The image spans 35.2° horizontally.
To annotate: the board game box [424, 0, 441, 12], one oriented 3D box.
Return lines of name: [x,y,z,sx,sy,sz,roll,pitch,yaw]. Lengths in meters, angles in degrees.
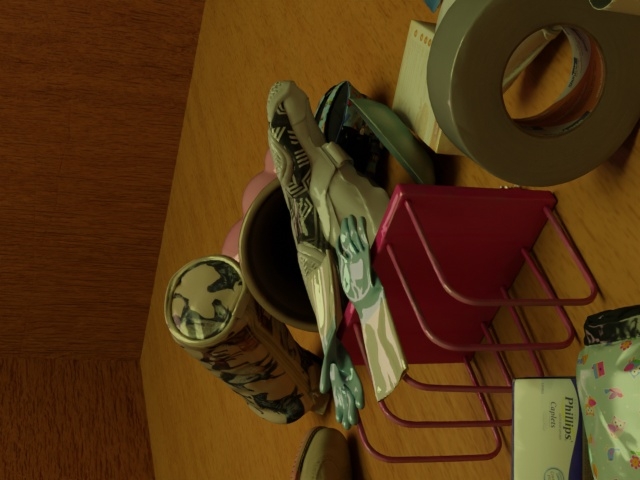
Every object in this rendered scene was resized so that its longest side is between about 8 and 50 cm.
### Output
board game box: [0.182,-0.413,1.484,0.169,0.033,0.133,-107,22,-59]

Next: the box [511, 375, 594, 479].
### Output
box: [0.244,0.196,0.989,0.072,0.137,0.126,-2,82,32]

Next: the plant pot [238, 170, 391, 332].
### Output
plant pot: [0.000,0.000,1.654,0.229,0.263,0.263,-101,18,-82]

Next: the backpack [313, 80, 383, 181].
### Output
backpack: [0.041,-0.177,1.719,0.158,0.117,0.173,162,124,-69]

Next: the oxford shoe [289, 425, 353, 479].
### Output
oxford shoe: [0.043,0.472,1.624,0.146,0.140,0.397,-30,46,31]

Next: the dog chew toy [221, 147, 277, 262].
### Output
dog chew toy: [-0.066,-0.045,1.898,0.206,0.206,0.332,-153,75,-70]

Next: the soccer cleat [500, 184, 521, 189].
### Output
soccer cleat: [0.231,-0.049,1.267,0.083,0.029,0.036,155,109,-73]

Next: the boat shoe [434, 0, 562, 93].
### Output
boat shoe: [0.251,-0.283,1.122,0.367,0.136,0.156,-63,31,30]

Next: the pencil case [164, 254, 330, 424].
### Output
pencil case: [-0.123,0.181,1.758,0.410,0.183,0.160,57,-136,-54]

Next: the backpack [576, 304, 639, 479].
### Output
backpack: [0.297,0.146,0.885,0.152,0.115,0.182,-25,67,60]

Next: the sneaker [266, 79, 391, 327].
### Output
sneaker: [0.052,-0.070,1.451,0.137,0.210,0.366,77,178,-82]

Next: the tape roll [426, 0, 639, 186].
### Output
tape roll: [0.221,-0.168,1.020,0.072,0.219,0.219,-123,41,-63]

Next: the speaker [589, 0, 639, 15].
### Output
speaker: [0.309,-0.224,0.897,0.055,0.136,0.055,-177,90,-72]

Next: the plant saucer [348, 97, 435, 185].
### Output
plant saucer: [0.116,-0.145,1.472,0.037,0.195,0.195,-40,29,4]

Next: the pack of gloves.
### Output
pack of gloves: [0.022,0.096,1.196,0.195,0.046,0.232,118,145,-51]

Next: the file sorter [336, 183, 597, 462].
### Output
file sorter: [0.161,0.105,1.178,0.182,0.202,0.291,-109,29,-43]

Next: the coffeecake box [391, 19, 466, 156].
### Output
coffeecake box: [0.172,-0.215,1.408,0.185,0.068,0.142,-122,40,-61]
